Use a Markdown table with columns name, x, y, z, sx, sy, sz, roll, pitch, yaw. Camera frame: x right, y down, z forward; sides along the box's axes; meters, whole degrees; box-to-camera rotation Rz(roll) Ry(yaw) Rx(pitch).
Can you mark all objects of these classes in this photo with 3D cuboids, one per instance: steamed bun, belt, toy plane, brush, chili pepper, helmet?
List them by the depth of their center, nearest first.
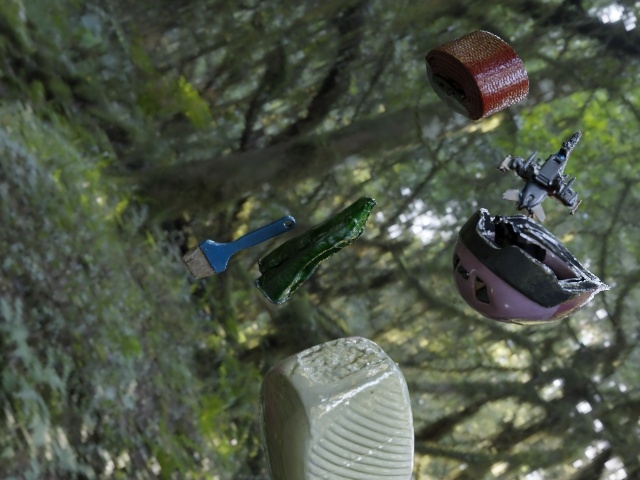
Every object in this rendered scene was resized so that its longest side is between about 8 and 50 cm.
| name | x | y | z | sx | sy | sz | roll | pitch | yaw |
| --- | --- | --- | --- | --- | --- | --- | --- | --- | --- |
| steamed bun | 0.008 | 0.221 | 1.170 | 0.152 | 0.170 | 0.239 | 35 | -44 | 46 |
| brush | -0.108 | 0.005 | 1.387 | 0.014 | 0.164 | 0.051 | -94 | 158 | -58 |
| chili pepper | 0.000 | 0.000 | 1.388 | 0.227 | 0.059 | 0.088 | -39 | -146 | 39 |
| helmet | 0.299 | 0.055 | 1.555 | 0.253 | 0.154 | 0.198 | 28 | 15 | -46 |
| toy plane | 0.355 | -0.111 | 1.577 | 0.135 | 0.188 | 0.062 | 36 | -15 | 11 |
| belt | 0.270 | -0.294 | 1.851 | 0.201 | 0.124 | 0.128 | 46 | -23 | 55 |
